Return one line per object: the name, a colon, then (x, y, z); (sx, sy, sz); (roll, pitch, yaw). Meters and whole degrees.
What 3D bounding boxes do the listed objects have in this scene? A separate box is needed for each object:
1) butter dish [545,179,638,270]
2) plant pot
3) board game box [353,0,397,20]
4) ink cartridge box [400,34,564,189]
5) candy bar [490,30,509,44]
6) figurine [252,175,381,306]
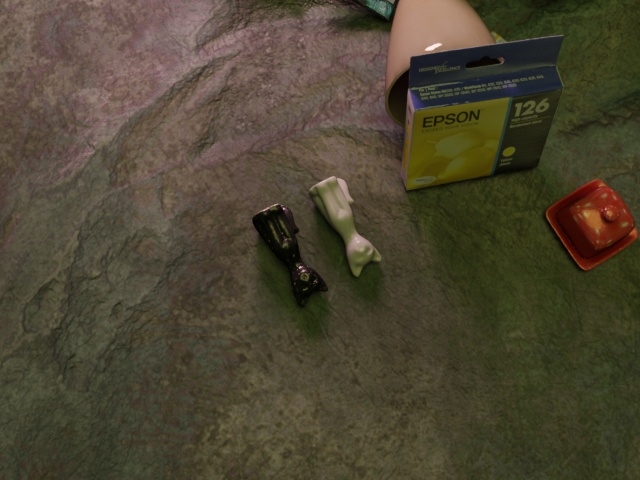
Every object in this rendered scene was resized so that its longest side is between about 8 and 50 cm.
butter dish: (0.584, -0.045, 1.462); (0.160, 0.118, 0.160); (-30, 80, -9)
plant pot: (0.247, -0.411, 1.481); (0.256, 0.256, 0.274); (-3, 61, -4)
board game box: (0.099, -0.591, 1.557); (0.186, 0.026, 0.126); (26, 93, -17)
ink cartridge box: (0.319, -0.245, 1.400); (0.303, 0.307, 0.072); (-9, 54, -5)
candy bar: (0.438, -0.420, 1.588); (0.161, 0.018, 0.040); (38, 75, 6)
figurine: (0.000, 0.000, 1.442); (0.214, 0.092, 0.210); (-27, 88, -10)
